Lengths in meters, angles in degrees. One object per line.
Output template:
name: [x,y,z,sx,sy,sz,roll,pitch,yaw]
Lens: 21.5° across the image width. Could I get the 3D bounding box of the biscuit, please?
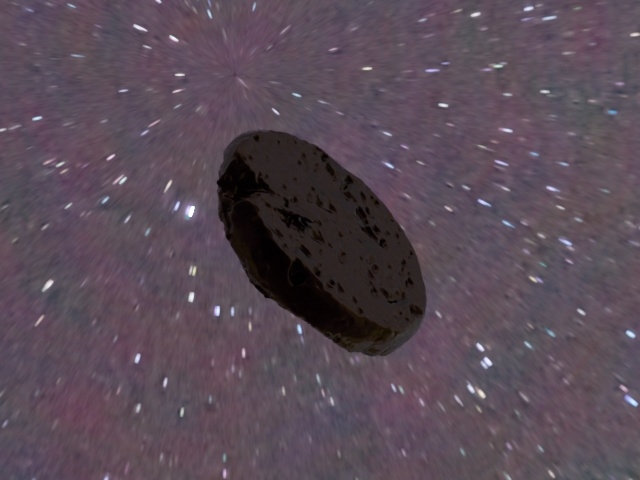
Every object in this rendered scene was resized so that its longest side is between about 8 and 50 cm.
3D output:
biscuit: [0.000,0.000,1.216,0.049,0.192,0.192,-38,-83,29]
